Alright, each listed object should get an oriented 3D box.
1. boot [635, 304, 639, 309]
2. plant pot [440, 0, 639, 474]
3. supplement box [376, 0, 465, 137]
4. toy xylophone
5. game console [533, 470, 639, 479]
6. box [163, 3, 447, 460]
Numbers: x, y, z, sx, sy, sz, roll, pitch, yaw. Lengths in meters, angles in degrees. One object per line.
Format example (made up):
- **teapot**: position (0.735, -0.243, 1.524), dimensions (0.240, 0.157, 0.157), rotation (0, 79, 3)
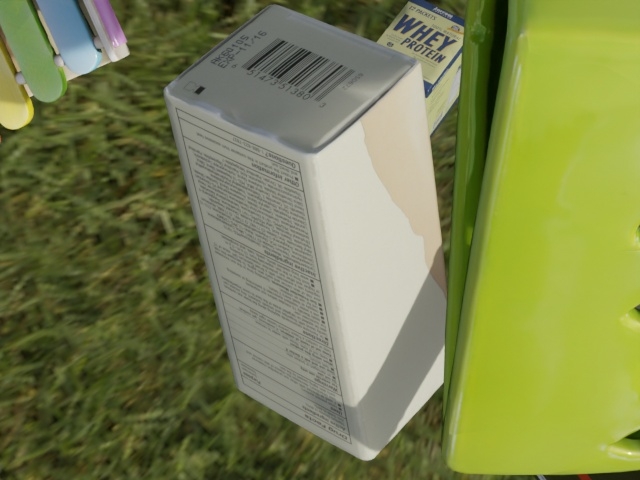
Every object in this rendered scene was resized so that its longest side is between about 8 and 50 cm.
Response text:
- **boot**: position (0.232, 0.166, 1.162), dimensions (0.178, 0.085, 0.236), rotation (-45, 60, 3)
- **plant pot**: position (0.154, -0.062, 0.581), dimensions (0.207, 0.228, 0.227), rotation (5, 53, 3)
- **supplement box**: position (0.070, -0.122, 1.315), dimensions (0.056, 0.083, 0.083), rotation (27, 54, 13)
- **toy xylophone**: position (-0.340, -0.214, 1.728), dimensions (0.322, 0.081, 0.236), rotation (-28, 96, 28)
- **game console**: position (0.260, 0.201, 1.487), dimensions (0.060, 0.342, 0.387), rotation (-33, 81, -12)
- **box**: position (0.000, 0.000, 1.281), dimensions (0.148, 0.311, 0.121), rotation (26, 54, 31)
